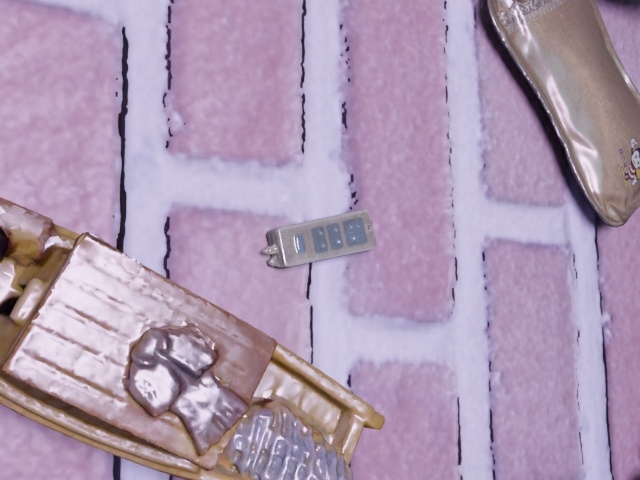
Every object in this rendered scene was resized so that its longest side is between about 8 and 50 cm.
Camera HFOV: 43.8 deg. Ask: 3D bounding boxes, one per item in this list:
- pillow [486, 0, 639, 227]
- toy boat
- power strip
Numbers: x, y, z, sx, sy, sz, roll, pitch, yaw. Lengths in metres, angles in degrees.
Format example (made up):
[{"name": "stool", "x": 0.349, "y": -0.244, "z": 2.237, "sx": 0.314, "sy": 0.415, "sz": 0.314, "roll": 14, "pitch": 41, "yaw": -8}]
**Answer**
[{"name": "pillow", "x": 0.209, "y": -0.121, "z": 0.632, "sx": 0.130, "sy": 0.033, "sz": 0.217, "roll": -33, "pitch": 99, "yaw": -33}, {"name": "toy boat", "x": -0.101, "y": 0.050, "z": 0.376, "sx": 0.321, "sy": 0.121, "sz": 0.089, "roll": 33, "pitch": 73, "yaw": -23}, {"name": "power strip", "x": 0.000, "y": 0.000, "z": 0.502, "sx": 0.083, "sy": 0.017, "sz": 0.027, "roll": -13, "pitch": 88, "yaw": -33}]
